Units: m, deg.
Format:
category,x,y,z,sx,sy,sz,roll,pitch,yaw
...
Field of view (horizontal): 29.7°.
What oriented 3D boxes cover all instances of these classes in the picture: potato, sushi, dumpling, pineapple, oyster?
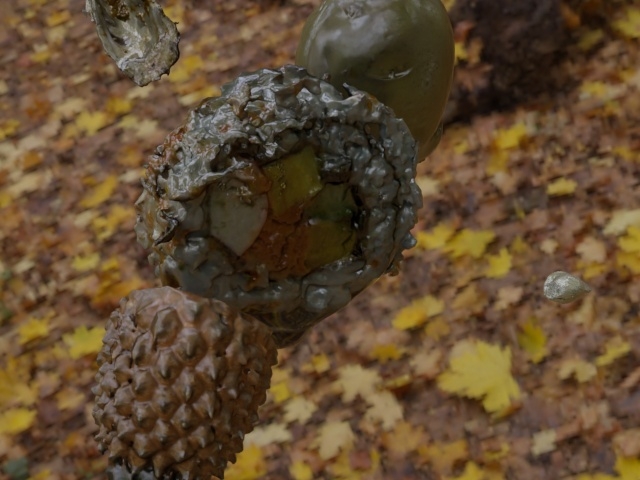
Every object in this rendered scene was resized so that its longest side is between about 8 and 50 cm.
category,x,y,z,sx,sy,sz,roll,pitch,yaw
potato,0.082,-0.256,1.884,0.243,0.326,0.221,-2,36,-12
sushi,-0.057,-0.048,1.629,0.417,0.417,0.176,-25,38,-10
dumpling,0.397,0.073,1.961,0.077,0.043,0.059,-22,49,-1
pineapple,-0.181,0.244,1.397,0.223,0.223,0.357,2,74,40
oyster,-0.264,-0.295,1.667,0.105,0.177,0.056,-52,-12,15

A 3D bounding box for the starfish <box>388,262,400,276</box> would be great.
category,x,y,z,sx,sy,sz,roll,pitch,yaw
starfish,-0.004,-0.003,2.186,0.375,0.327,0.094,15,20,-28
